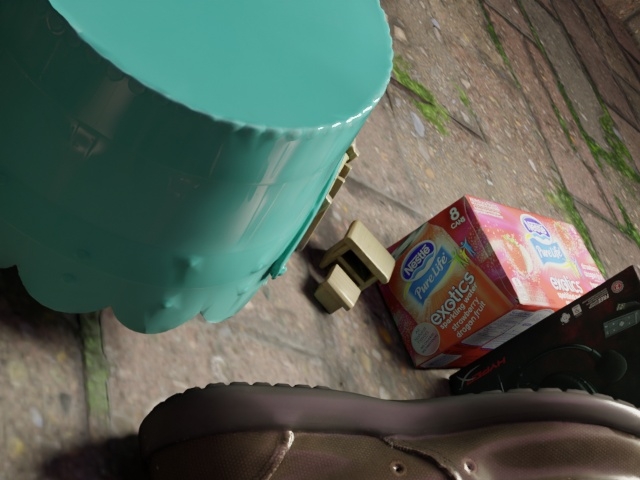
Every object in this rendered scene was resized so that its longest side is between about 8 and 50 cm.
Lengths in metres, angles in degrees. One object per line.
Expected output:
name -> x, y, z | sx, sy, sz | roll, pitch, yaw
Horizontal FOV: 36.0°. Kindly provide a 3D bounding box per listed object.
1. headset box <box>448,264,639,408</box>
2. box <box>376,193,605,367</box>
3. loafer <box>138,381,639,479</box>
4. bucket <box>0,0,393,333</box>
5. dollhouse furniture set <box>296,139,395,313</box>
headset box -> 0.259, 0.206, 0.850 | 0.110, 0.218, 0.293 | 25, 40, -40
box -> 0.185, 0.050, 1.005 | 0.257, 0.128, 0.123 | 9, 51, -52
loafer -> 0.067, 0.171, 0.622 | 0.366, 0.134, 0.130 | 4, 64, -15
bucket -> -0.101, -0.103, 0.610 | 0.281, 0.183, 0.281 | 20, 46, -22
dollhouse furniture set -> 0.000, 0.000, 0.807 | 0.161, 0.101, 0.182 | 48, 29, -11
